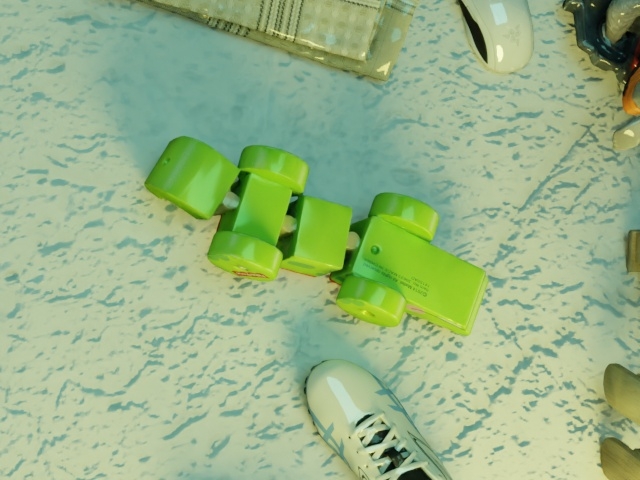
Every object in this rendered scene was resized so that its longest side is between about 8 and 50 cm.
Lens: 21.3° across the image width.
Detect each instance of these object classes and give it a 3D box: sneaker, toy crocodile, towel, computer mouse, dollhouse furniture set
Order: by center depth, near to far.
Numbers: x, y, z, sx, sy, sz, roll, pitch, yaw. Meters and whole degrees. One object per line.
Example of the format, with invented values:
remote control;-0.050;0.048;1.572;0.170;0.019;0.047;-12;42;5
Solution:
sneaker;0.071;0.207;1.561;0.085;0.086;0.237;-34;89;-17
toy crocodile;0.000;0.000;1.577;0.340;0.105;0.115;21;75;-16
towel;-0.027;-0.337;1.587;0.324;0.056;0.312;15;98;-15
dollhouse furniture set;0.378;0.120;1.659;0.212;0.161;0.242;-2;103;-16
computer mouse;0.166;-0.262;1.692;0.106;0.042;0.193;-22;87;-19

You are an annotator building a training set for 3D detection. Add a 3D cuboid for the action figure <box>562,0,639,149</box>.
action figure;0.413;-0.154;1.657;0.341;0.178;0.330;24;47;-15
